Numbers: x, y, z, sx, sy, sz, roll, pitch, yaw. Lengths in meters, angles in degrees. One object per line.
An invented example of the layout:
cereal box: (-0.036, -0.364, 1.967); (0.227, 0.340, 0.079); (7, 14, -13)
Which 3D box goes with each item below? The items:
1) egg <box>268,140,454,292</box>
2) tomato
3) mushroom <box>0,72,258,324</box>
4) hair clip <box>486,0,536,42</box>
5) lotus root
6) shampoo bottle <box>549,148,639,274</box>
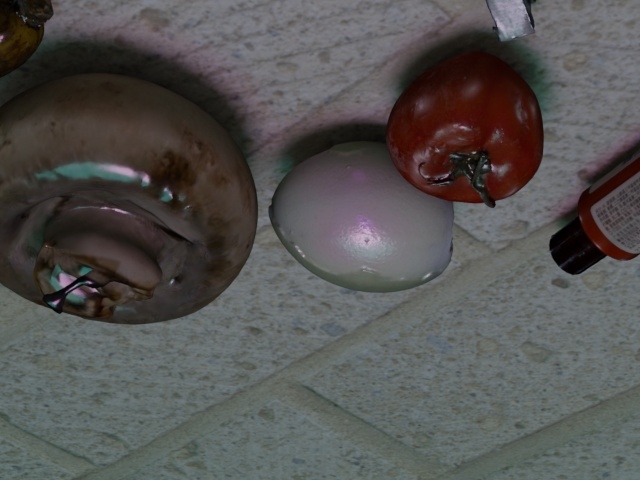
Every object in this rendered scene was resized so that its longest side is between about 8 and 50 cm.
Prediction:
egg: (0.047, -0.028, 1.951); (0.217, 0.183, 0.183); (-1, 142, -7)
tomato: (0.171, -0.128, 1.839); (0.187, 0.151, 0.187); (7, 136, 6)
mushroom: (-0.254, -0.018, 1.912); (0.362, 0.294, 0.362); (2, 142, 1)
hair clip: (0.176, -0.304, 1.700); (0.140, 0.054, 0.220); (-9, 137, 25)
lotus root: (-0.391, -0.227, 1.807); (0.210, 0.120, 0.120); (-14, 138, 20)
shampoo bottle: (0.383, -0.046, 1.954); (0.104, 0.104, 0.278); (26, 138, -24)
